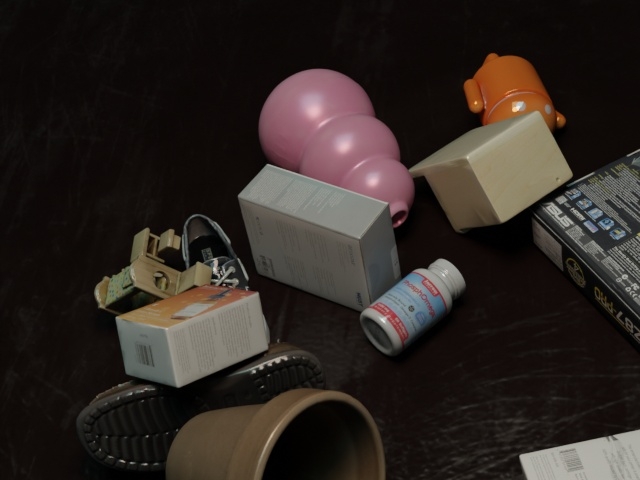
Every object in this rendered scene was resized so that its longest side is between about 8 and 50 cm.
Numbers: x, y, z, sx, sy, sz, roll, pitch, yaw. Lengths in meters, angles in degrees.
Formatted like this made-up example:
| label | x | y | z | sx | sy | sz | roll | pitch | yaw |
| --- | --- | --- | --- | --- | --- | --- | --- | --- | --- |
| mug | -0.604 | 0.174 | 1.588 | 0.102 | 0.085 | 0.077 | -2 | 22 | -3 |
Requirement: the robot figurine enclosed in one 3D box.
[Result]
| label | x | y | z | sx | sy | sz | roll | pitch | yaw |
| --- | --- | --- | --- | --- | --- | --- | --- | --- | --- |
| robot figurine | 0.336 | -0.234 | 2.163 | 0.128 | 0.158 | 0.219 | -30 | 42 | 15 |

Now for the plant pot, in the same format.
| label | x | y | z | sx | sy | sz | roll | pitch | yaw |
| --- | --- | --- | --- | --- | --- | --- | --- | --- | --- |
| plant pot | -0.077 | 0.316 | 1.663 | 0.229 | 0.263 | 0.263 | 4 | 44 | 43 |

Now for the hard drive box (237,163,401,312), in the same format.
| label | x | y | z | sx | sy | sz | roll | pitch | yaw |
| --- | --- | --- | --- | --- | --- | --- | --- | --- | --- |
| hard drive box | 0.000 | 0.000 | 1.974 | 0.232 | 0.181 | 0.089 | 20 | 53 | 28 |

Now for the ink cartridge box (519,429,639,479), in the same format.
| label | x | y | z | sx | sy | sz | roll | pitch | yaw |
| --- | --- | --- | --- | --- | --- | --- | --- | --- | --- |
| ink cartridge box | 0.382 | 0.330 | 1.597 | 0.217 | 0.092 | 0.158 | -13 | 28 | 2 |

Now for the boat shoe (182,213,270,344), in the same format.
| label | x | y | z | sx | sy | sz | roll | pitch | yaw |
| --- | --- | --- | --- | --- | --- | --- | --- | --- | --- |
| boat shoe | -0.161 | 0.073 | 1.994 | 0.108 | 0.102 | 0.301 | -17 | 45 | -4 |

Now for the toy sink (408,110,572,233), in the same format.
| label | x | y | z | sx | sy | sz | roll | pitch | yaw |
| --- | --- | --- | --- | --- | --- | --- | --- | --- | --- |
| toy sink | 0.271 | -0.103 | 2.021 | 0.152 | 0.131 | 0.234 | -32 | 8 | -20 |

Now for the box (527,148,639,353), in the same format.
| label | x | y | z | sx | sy | sz | roll | pitch | yaw |
| --- | --- | --- | --- | --- | --- | --- | --- | --- | --- |
| box | 0.553 | 0.017 | 1.887 | 0.318 | 0.097 | 0.395 | -28 | 46 | -12 |

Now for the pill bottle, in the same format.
| label | x | y | z | sx | sy | sz | roll | pitch | yaw |
| --- | --- | --- | --- | --- | --- | --- | --- | --- | --- |
| pill bottle | 0.144 | 0.099 | 1.907 | 0.160 | 0.087 | 0.087 | -37 | 49 | -22 |

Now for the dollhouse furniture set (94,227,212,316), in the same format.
| label | x | y | z | sx | sy | sz | roll | pitch | yaw |
| --- | --- | --- | --- | --- | --- | --- | --- | --- | --- |
| dollhouse furniture set | -0.262 | 0.023 | 1.983 | 0.182 | 0.101 | 0.161 | -29 | 46 | 42 |

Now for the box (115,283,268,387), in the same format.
| label | x | y | z | sx | sy | sz | roll | pitch | yaw |
| --- | --- | --- | --- | --- | --- | --- | --- | --- | --- |
| box | -0.184 | 0.134 | 1.793 | 0.170 | 0.091 | 0.130 | -21 | 17 | -40 |

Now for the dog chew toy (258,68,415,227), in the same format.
| label | x | y | z | sx | sy | sz | roll | pitch | yaw |
| --- | --- | --- | --- | --- | --- | --- | --- | --- | --- |
| dog chew toy | 0.037 | -0.140 | 2.101 | 0.206 | 0.207 | 0.332 | -29 | 55 | -15 |

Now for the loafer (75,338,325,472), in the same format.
| label | x | y | z | sx | sy | sz | roll | pitch | yaw |
| --- | --- | --- | --- | --- | --- | --- | --- | --- | --- |
| loafer | -0.177 | 0.240 | 1.840 | 0.365 | 0.134 | 0.130 | -12 | 16 | -10 |
